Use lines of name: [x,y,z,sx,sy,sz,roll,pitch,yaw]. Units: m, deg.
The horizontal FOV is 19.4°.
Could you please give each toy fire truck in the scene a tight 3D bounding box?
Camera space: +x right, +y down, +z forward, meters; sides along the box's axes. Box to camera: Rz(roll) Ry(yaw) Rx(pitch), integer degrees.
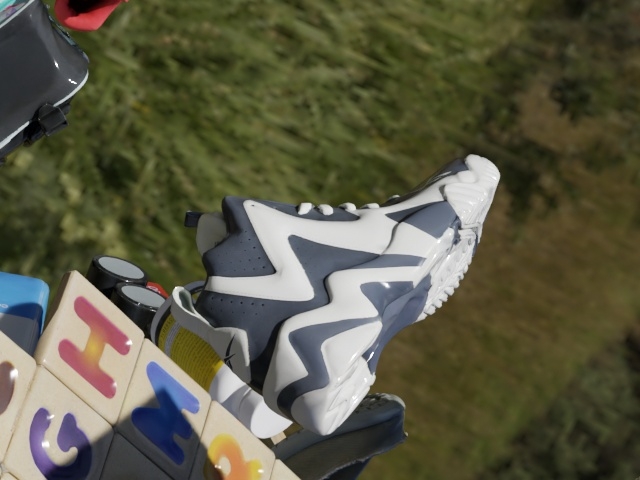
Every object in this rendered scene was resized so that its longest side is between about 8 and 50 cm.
toy fire truck: [-0.098,0.139,1.694,0.246,0.217,0.158,12,107,-31]

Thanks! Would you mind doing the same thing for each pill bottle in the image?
pill bottle: [-0.064,0.086,1.323,0.065,0.116,0.065,-27,140,-25]

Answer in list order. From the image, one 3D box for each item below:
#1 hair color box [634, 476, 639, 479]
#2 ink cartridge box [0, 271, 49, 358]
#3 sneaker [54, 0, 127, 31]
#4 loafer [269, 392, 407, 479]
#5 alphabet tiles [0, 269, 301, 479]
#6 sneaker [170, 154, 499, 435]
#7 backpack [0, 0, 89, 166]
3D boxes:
hair color box: [0.228,0.140,0.742,0.113,0.185,0.374,-33,171,-48]
ink cartridge box: [-0.310,0.210,1.329,0.395,0.166,0.285,-100,-158,-71]
sneaker: [-0.186,-0.298,1.864,0.279,0.107,0.118,-45,-151,50]
loafer: [-0.015,0.203,1.494,0.251,0.087,0.094,-37,172,35]
alphabet tiles: [-0.087,0.192,0.888,0.342,0.011,0.285,47,43,-35]
sneaker: [0.000,0.000,1.145,0.235,0.153,0.094,-50,162,-32]
backpack: [-0.346,-0.153,1.815,0.225,0.191,0.253,-37,-174,-4]
